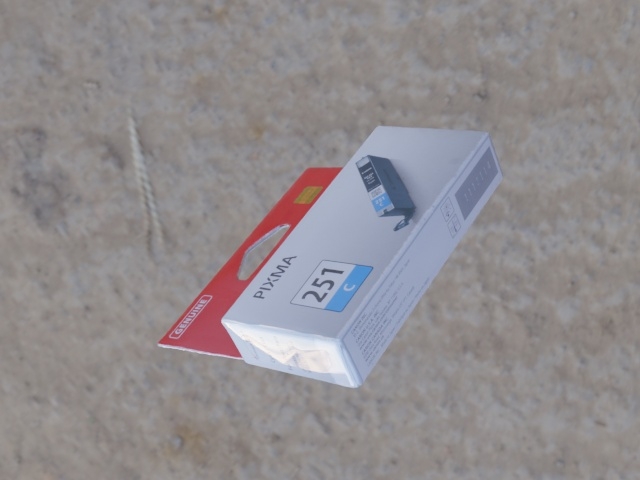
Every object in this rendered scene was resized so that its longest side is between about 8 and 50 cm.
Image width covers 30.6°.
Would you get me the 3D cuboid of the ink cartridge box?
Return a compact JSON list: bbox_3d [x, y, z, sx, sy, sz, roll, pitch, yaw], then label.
[{"bbox_3d":[0.000,0.000,1.151,0.261,0.296,0.066,6,135,38],"label":"ink cartridge box"}]
